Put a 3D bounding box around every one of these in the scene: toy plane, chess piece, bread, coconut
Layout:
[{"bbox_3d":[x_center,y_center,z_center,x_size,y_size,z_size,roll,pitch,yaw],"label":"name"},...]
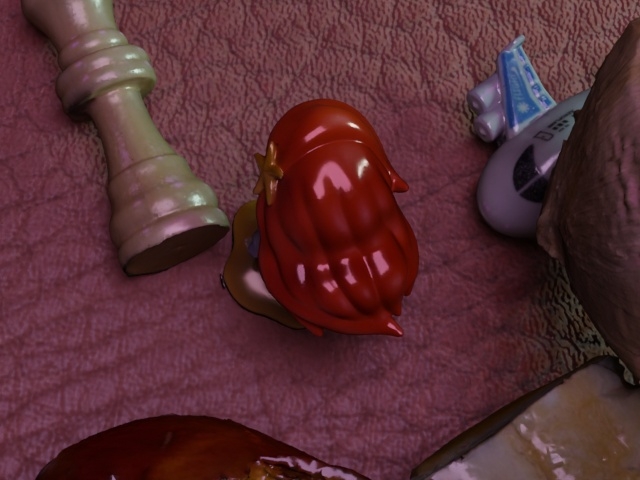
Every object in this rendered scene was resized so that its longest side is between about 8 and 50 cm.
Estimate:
[{"bbox_3d":[0.275,-0.099,1.836,0.266,0.122,0.267,1,75,-6],"label":"toy plane"},{"bbox_3d":[-0.223,-0.163,1.786,0.117,0.117,0.397,-22,77,-14],"label":"chess piece"},{"bbox_3d":[0.254,0.308,1.667,0.300,0.210,0.341,-33,81,-28],"label":"bread"},{"bbox_3d":[0.382,-0.033,1.612,0.404,0.404,0.405,2,74,-8],"label":"coconut"}]

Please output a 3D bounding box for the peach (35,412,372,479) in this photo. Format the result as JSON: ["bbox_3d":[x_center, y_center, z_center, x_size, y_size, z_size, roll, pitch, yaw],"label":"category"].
[{"bbox_3d":[-0.078,0.333,1.541,0.416,0.353,0.339,22,90,22],"label":"peach"}]

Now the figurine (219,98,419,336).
[{"bbox_3d":[0.007,-0.006,1.695,0.181,0.257,0.208,14,74,-4],"label":"figurine"}]
